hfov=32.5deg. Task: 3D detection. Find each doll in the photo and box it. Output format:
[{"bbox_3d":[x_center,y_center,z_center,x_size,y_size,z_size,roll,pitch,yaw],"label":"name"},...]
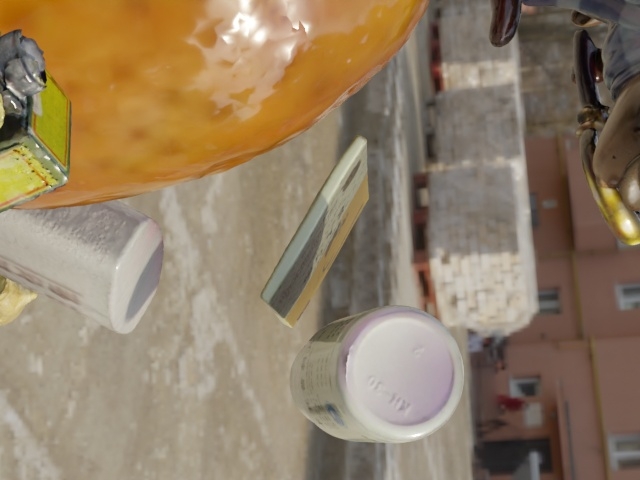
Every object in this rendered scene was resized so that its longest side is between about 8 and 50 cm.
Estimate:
[{"bbox_3d":[0.298,-0.185,1.060,0.339,0.209,0.318,63,2,22],"label":"doll"}]

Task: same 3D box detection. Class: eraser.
[{"bbox_3d":[-0.274,-0.023,0.953,0.174,0.270,0.095,104,12,-68],"label":"eraser"}]

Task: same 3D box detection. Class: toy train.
[{"bbox_3d":[-0.182,-0.017,0.412,0.081,0.202,0.060,55,17,-44],"label":"toy train"}]

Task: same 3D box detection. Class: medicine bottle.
[{"bbox_3d":[0.060,0.179,1.443,0.293,0.170,0.170,152,-65,-72],"label":"medicine bottle"}]

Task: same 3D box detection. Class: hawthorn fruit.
[{"bbox_3d":[-0.141,-0.240,0.613,0.472,0.472,0.471,-5,90,-79],"label":"hawthorn fruit"}]

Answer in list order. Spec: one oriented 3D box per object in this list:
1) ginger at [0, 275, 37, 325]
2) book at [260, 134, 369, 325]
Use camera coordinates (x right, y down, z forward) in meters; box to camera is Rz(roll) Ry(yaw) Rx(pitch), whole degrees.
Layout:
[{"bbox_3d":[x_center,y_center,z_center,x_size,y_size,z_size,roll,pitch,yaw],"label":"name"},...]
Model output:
[{"bbox_3d":[-0.483,0.035,1.429,0.363,0.348,0.122,6,102,-75],"label":"ginger"},{"bbox_3d":[0.000,0.000,1.666,0.269,0.032,0.389,-60,173,-5],"label":"book"}]
